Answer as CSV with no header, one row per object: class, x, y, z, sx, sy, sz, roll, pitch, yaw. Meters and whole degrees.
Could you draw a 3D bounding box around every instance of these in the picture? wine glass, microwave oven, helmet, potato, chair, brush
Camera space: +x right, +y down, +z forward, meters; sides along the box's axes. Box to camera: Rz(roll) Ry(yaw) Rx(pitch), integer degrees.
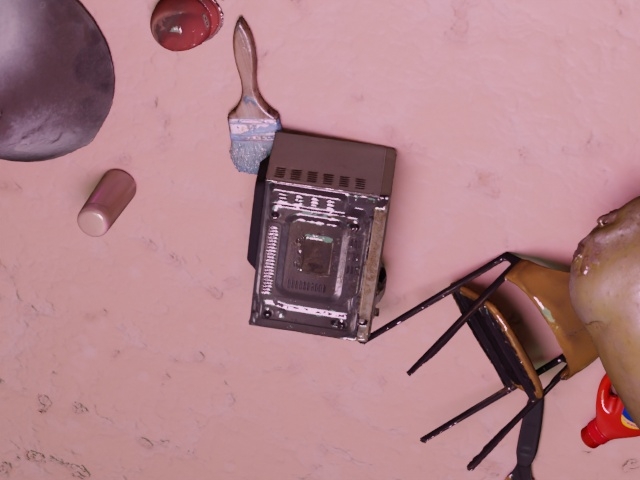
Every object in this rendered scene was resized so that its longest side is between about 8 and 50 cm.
wine glass,-0.409,-0.099,1.846,0.267,0.406,0.267,7,126,10
microwave oven,0.000,0.000,1.941,0.163,0.129,0.205,7,123,0
helmet,-0.154,-0.239,1.893,0.084,0.049,0.065,-10,117,23
potato,0.416,0.090,1.825,0.243,0.221,0.326,-25,108,11
chair,0.206,0.123,1.959,0.247,0.172,0.158,-37,111,-14
brush,-0.080,-0.164,1.939,0.070,0.021,0.196,3,120,16

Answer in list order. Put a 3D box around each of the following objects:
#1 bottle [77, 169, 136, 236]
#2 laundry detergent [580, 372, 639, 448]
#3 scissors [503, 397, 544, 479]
bottle,-0.255,-0.044,2.018,0.045,0.096,0.045,8,123,13
laundry detergent,0.367,0.192,2.013,0.097,0.049,0.165,44,124,-5
scissors,0.255,0.274,2.118,0.088,0.017,0.220,13,124,12
